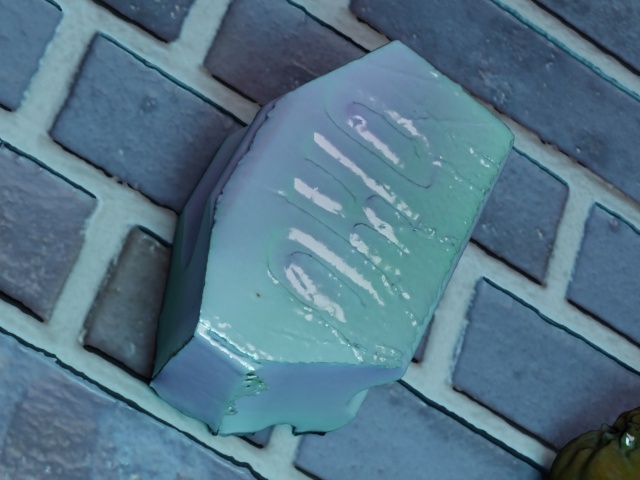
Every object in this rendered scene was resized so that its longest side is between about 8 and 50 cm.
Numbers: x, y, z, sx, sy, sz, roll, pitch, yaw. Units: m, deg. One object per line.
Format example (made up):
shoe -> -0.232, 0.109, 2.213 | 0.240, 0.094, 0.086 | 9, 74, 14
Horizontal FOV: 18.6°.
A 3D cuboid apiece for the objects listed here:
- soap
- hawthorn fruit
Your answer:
soap -> 0.000, 0.000, 1.983 | 0.261, 0.156, 0.446 | 38, 53, -11
hawthorn fruit -> 0.353, 0.296, 2.048 | 0.199, 0.199, 0.251 | -44, 117, -38
